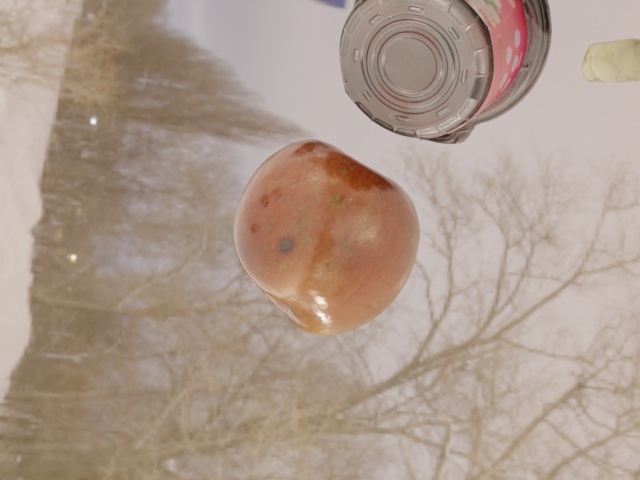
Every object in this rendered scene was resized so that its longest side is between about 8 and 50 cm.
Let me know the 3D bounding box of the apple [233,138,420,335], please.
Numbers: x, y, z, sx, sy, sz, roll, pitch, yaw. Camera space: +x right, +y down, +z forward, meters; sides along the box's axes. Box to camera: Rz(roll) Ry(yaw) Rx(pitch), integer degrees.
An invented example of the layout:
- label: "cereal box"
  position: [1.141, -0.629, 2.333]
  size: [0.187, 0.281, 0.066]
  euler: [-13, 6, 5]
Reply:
- label: "apple"
  position: [0.000, 0.000, 1.300]
  size: [0.253, 0.254, 0.253]
  euler: [-173, -90, -76]

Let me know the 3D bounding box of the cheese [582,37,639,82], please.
- label: "cheese"
  position: [0.329, -0.172, 0.957]
  size: [0.065, 0.194, 0.043]
  euler: [5, -77, 56]

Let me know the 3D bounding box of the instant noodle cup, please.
- label: "instant noodle cup"
  position: [0.133, -0.232, 1.210]
  size: [0.181, 0.258, 0.302]
  euler: [-49, 134, -57]
